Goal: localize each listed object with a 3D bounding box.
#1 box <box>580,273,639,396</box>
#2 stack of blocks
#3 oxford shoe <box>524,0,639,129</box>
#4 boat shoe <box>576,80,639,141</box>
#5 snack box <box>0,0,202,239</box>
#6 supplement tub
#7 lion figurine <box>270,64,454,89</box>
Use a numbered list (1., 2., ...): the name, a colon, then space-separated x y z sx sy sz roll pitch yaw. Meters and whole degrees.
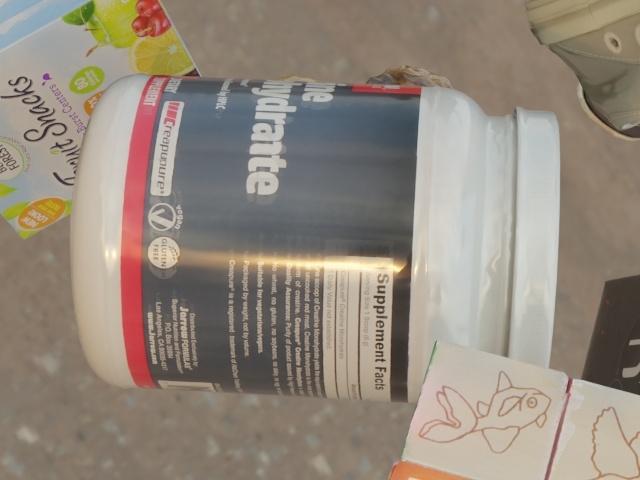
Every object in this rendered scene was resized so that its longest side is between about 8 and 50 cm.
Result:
1. box: 0.372 0.124 1.709 0.143 0.270 0.165 18 80 -10
2. stack of blocks: 0.059 0.150 0.625 0.297 0.087 0.171 91 15 -59
3. oxford shoe: 0.278 -0.147 0.999 0.169 0.449 0.130 -38 101 -20
4. boat shoe: 0.368 -0.139 1.839 0.206 0.065 0.075 19 62 -25
5. snack box: -0.177 -0.107 1.178 0.070 0.174 0.207 60 -2 29
6. supplement tub: 0.000 0.000 1.032 0.191 0.272 0.191 3 90 -86
7. lion figurine: 0.034 -0.095 1.652 0.392 0.142 0.240 12 42 -50
